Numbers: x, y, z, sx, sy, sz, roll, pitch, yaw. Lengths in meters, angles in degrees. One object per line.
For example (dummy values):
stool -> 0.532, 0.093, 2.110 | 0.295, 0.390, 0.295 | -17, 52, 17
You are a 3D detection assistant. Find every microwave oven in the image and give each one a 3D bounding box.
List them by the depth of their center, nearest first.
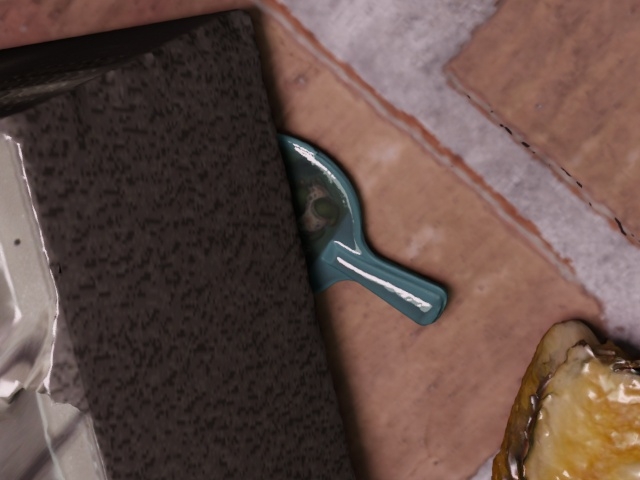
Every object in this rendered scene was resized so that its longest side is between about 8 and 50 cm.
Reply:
microwave oven -> -0.166, 0.105, 1.129 | 0.236, 0.374, 0.432 | -6, 106, 25

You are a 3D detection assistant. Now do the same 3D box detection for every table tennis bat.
table tennis bat -> 0.000, 0.000, 1.240 | 0.201, 0.033, 0.124 | 30, 118, 5

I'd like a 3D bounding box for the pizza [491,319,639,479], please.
pizza -> 0.263, 0.228, 1.245 | 0.435, 0.080, 0.392 | -41, 98, 22
